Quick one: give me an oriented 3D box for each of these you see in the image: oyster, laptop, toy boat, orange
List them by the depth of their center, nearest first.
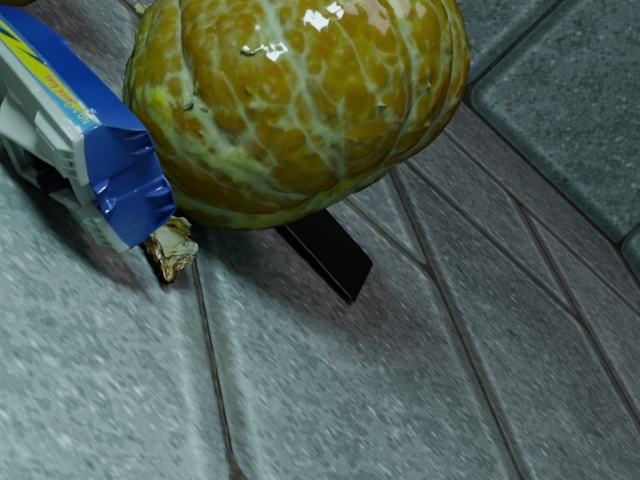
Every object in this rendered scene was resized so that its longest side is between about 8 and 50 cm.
[{"bbox_3d":[-0.226,-0.110,1.575,0.295,0.088,0.129,45,-19,42],"label":"toy boat"},{"bbox_3d":[-0.140,-0.009,1.673,0.086,0.029,0.132,39,16,-6],"label":"oyster"},{"bbox_3d":[-0.027,-0.152,1.814,0.249,0.329,0.329,57,13,5],"label":"orange"},{"bbox_3d":[0.000,0.000,2.157,0.135,0.016,0.197,47,14,-2],"label":"laptop"}]

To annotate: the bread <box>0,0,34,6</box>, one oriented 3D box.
[{"bbox_3d":[-0.268,-0.308,1.833,0.162,0.204,0.262,53,4,-28],"label":"bread"}]
